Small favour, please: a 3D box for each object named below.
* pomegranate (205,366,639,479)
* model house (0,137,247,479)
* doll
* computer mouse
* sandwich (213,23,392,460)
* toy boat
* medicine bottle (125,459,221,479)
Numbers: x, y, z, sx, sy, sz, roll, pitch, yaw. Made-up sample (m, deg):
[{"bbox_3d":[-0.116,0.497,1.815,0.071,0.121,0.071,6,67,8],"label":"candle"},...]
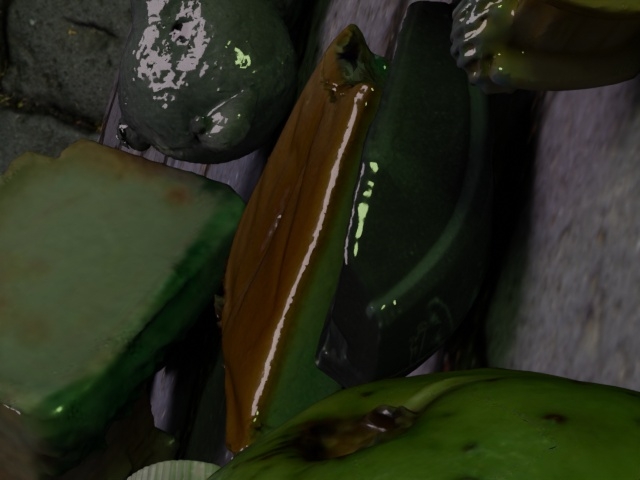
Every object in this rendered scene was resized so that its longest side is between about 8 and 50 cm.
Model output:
[{"bbox_3d":[0.054,0.152,0.384,0.214,0.214,0.248,-134,24,-74],"label":"pomegranate"},{"bbox_3d":[-0.201,0.116,1.316,0.312,0.245,0.280,-52,-32,-40],"label":"model house"},{"bbox_3d":[-0.083,-0.220,1.303,0.246,0.158,0.340,-13,58,60],"label":"doll"},{"bbox_3d":[0.053,-0.021,0.757,0.126,0.071,0.231,101,-175,-49],"label":"computer mouse"},{"bbox_3d":[0.000,0.000,0.941,0.245,0.063,0.212,-96,28,-53],"label":"sandwich"},{"bbox_3d":[0.101,-0.208,0.676,0.089,0.121,0.321,120,161,-59],"label":"toy boat"},{"bbox_3d":[-0.080,0.219,0.858,0.188,0.132,0.088,-91,21,-51],"label":"medicine bottle"}]
